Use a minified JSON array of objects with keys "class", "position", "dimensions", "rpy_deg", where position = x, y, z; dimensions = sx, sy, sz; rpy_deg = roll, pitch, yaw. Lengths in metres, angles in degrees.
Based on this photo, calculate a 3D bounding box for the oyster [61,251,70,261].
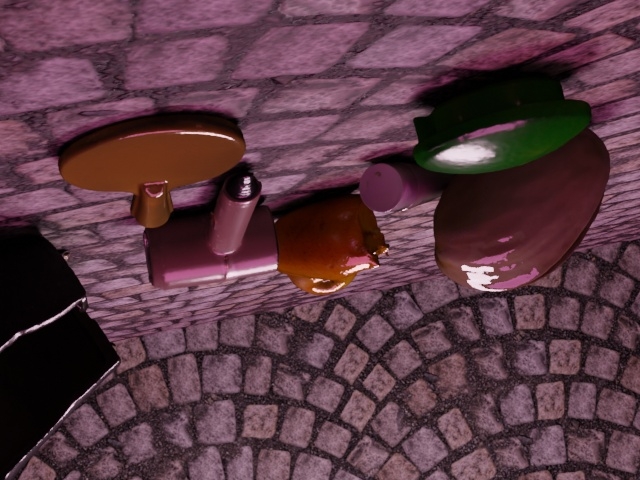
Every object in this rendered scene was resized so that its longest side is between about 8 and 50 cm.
[{"class":"oyster","position":[-0.431,0.043,1.721],"dimensions":[0.080,0.038,0.083],"rpy_deg":[-1,168,-45]}]

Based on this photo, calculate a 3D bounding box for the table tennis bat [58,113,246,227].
[{"class":"table tennis bat","position":[-0.187,-0.073,1.243],"dimensions":[0.198,0.050,0.321],"rpy_deg":[-9,168,-11]}]

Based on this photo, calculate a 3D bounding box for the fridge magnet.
[{"class":"fridge magnet","position":[0.206,-0.128,1.279],"dimensions":[0.208,0.088,0.208],"rpy_deg":[-12,173,-2]}]

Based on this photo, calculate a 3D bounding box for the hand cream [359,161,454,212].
[{"class":"hand cream","position":[0.154,-0.077,1.648],"dimensions":[0.111,0.070,0.312],"rpy_deg":[-21,172,30]}]

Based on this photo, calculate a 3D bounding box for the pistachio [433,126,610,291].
[{"class":"pistachio","position":[0.283,-0.045,1.576],"dimensions":[0.288,0.197,0.166],"rpy_deg":[-35,173,8]}]

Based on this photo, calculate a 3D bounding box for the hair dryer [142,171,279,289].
[{"class":"hair dryer","position":[-0.140,-0.030,1.527],"dimensions":[0.189,0.107,0.344],"rpy_deg":[-8,162,-14]}]

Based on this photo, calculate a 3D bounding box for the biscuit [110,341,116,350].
[{"class":"biscuit","position":[-0.456,0.183,1.805],"dimensions":[0.252,0.052,0.150],"rpy_deg":[5,167,-22]}]

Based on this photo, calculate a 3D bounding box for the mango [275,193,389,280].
[{"class":"mango","position":[0.000,0.000,1.753],"dimensions":[0.153,0.126,0.252],"rpy_deg":[-20,-174,-40]}]

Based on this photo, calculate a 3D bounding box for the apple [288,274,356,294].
[{"class":"apple","position":[0.004,0.030,1.937],"dimensions":[0.146,0.147,0.146],"rpy_deg":[-12,172,-2]}]

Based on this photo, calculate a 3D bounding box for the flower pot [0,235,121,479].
[{"class":"flower pot","position":[-0.445,0.138,1.552],"dimensions":[0.251,0.379,0.379],"rpy_deg":[-33,178,-16]}]
